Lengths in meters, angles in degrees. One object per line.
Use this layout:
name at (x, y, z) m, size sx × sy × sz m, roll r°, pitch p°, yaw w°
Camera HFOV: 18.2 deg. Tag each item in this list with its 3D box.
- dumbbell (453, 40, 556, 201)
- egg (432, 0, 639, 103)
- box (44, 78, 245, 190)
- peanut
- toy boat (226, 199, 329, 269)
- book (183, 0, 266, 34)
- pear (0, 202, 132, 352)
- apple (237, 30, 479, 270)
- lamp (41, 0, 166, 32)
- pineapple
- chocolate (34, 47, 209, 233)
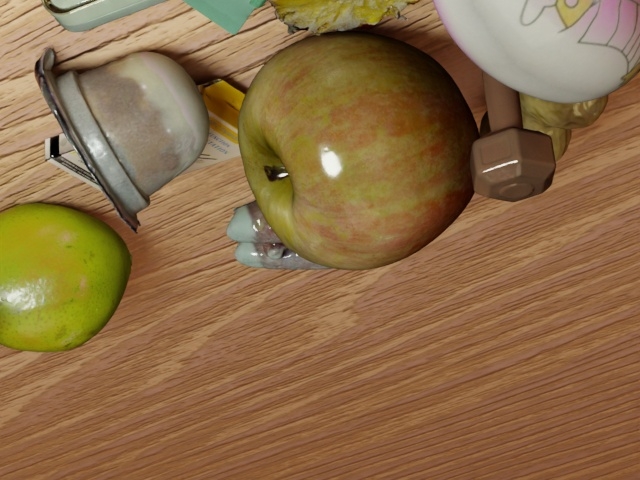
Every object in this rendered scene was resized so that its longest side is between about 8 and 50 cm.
dumbbell at (0.185, -0.153, 2.034) m, size 0.092 × 0.231 × 0.082 m, roll -17°, pitch 154°, yaw 26°
egg at (0.214, -0.240, 1.902) m, size 0.196 × 0.196 × 0.271 m, roll -18°, pitch 148°, yaw 23°
box at (-0.179, -0.113, 2.254) m, size 0.247 × 0.033 × 0.129 m, roll -17°, pitch 152°, yaw 29°
peanut at (0.247, -0.145, 2.223) m, size 0.103 × 0.098 × 0.229 m, roll 35°, pitch 151°, yaw 0°
toy boat at (0.000, 0.000, 2.506) m, size 0.227 × 0.085 × 0.155 m, roll -7°, pitch 155°, yaw 2°
book at (-0.094, -0.261, 1.928) m, size 0.103 × 0.017 × 0.135 m, roll 34°, pitch 145°, yaw -7°
pear at (-0.342, 0.050, 2.387) m, size 0.219 × 0.187 × 0.187 m, roll -19°, pitch 171°, yaw -46°
apple at (0.045, -0.098, 2.100) m, size 0.234 × 0.257 × 0.257 m, roll -16°, pitch 160°, yaw -20°
lamp at (-0.103, -0.314, 1.563) m, size 0.266 × 0.269 × 0.047 m, roll -16°, pitch 150°, yaw 22°
pineapple at (0.034, -0.273, 1.967) m, size 0.221 × 0.047 × 0.221 m, roll -9°, pitch 157°, yaw -4°
chocolate at (-0.198, -0.131, 2.106) m, size 0.147 × 0.221 × 0.221 m, roll -37°, pitch 153°, yaw -2°
